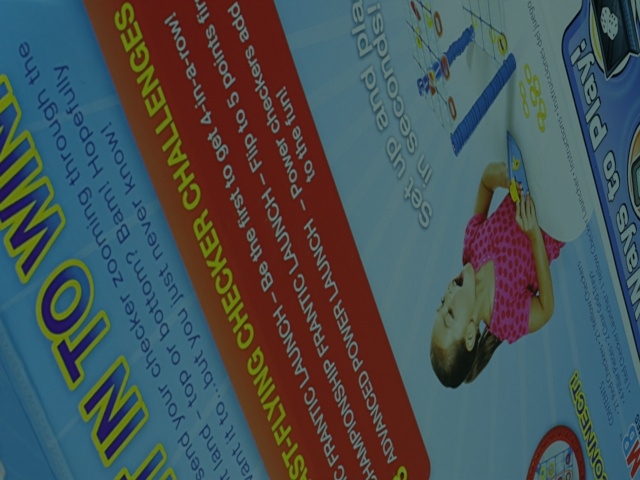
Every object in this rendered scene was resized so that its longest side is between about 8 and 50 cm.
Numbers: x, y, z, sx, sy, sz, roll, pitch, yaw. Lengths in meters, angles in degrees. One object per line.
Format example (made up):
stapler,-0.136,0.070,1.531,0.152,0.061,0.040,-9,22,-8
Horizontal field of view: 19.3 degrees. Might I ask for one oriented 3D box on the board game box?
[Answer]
board game box,0.000,0.000,0.520,0.086,0.308,0.302,4,37,33
